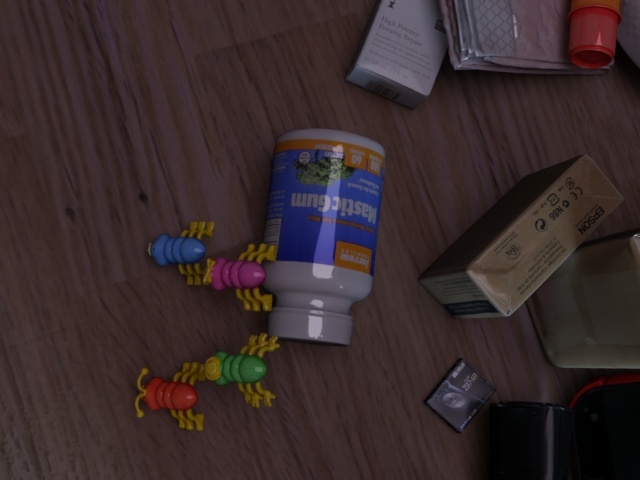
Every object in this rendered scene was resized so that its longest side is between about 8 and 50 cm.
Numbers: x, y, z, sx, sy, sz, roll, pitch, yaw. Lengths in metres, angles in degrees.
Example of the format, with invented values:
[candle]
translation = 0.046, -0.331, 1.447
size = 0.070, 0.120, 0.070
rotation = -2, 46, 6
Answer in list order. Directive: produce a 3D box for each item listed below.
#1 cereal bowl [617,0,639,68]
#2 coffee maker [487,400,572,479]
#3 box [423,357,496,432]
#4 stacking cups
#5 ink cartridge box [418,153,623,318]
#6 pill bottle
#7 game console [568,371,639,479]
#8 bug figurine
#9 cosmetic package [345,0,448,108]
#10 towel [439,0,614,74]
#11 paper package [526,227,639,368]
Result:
[cereal bowl]
translation = 0.597, -0.374, 1.489
size = 0.339, 0.141, 0.338
rotation = 5, 70, -13
[coffee maker]
translation = 0.283, 0.305, 1.351
size = 0.120, 0.171, 0.178
rotation = 1, 80, 6
[box]
translation = 0.196, 0.218, 1.423
size = 0.067, 0.018, 0.083
rotation = 44, 77, -3
[stacking cups]
translation = 0.391, -0.402, 1.444
size = 0.096, 0.096, 0.316
rotation = 14, 73, -9
[ink cartridge box]
translation = 0.267, 0.000, 1.377
size = 0.235, 0.193, 0.088
rotation = -43, 94, -13
[pill bottle]
translation = 0.000, 0.000, 1.347
size = 0.152, 0.152, 0.272
rotation = 7, 80, -10
[game console]
translation = 0.514, 0.362, 1.344
size = 0.342, 0.060, 0.386
rotation = -10, 84, 27
[bug figurine]
translation = -0.150, 0.103, 1.296
size = 0.072, 0.216, 0.279
rotation = 14, 74, -54
[cosmetic package]
translation = 0.133, -0.318, 1.452
size = 0.117, 0.085, 0.231
rotation = 22, 80, -8
[towel]
translation = 0.285, -0.403, 1.452
size = 0.317, 0.053, 0.331
rotation = -6, 84, -37
[paper package]
translation = 0.480, 0.053, 1.346
size = 0.310, 0.325, 0.168
rotation = -15, 86, -13
